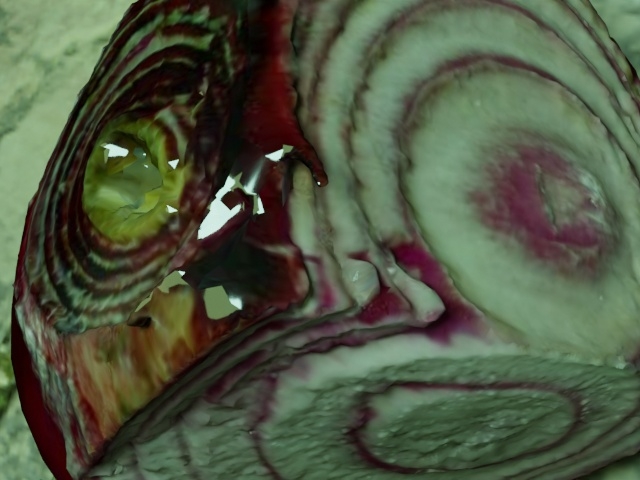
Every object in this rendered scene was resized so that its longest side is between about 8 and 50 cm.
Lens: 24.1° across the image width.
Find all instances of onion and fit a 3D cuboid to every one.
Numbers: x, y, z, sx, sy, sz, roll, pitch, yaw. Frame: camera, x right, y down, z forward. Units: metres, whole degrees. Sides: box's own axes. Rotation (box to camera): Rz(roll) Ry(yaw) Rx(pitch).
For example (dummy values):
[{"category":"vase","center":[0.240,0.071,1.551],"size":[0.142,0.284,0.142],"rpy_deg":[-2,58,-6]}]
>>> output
[{"category":"onion","center":[-0.001,-0.004,0.535],"size":[0.206,0.216,0.207],"rpy_deg":[-35,48,41]}]

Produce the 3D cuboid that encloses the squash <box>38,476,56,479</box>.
[{"category":"squash","center":[-0.049,0.163,0.651],"size":[0.237,0.155,0.204],"rpy_deg":[-58,16,15]}]
